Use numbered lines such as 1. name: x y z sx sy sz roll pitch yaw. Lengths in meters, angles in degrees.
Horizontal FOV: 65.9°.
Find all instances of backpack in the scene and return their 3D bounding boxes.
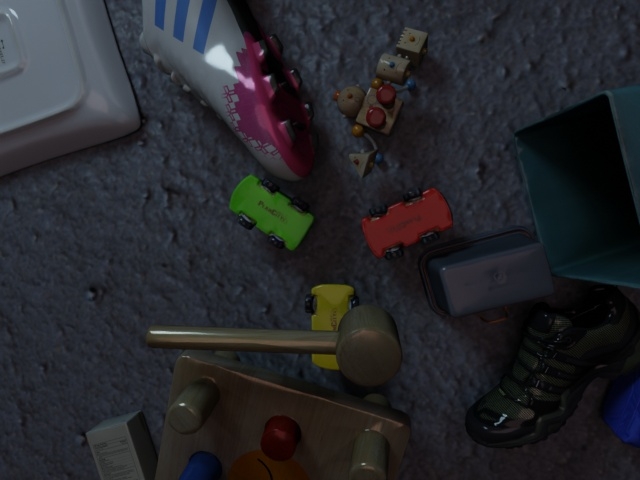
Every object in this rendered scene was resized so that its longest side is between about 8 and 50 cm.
1. backpack: 0.382 0.189 0.518 0.120 0.101 0.097 18 102 2

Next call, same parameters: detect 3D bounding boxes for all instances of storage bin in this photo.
1. storage bin: 0.182 0.044 0.536 0.135 0.091 0.098 -15 92 8

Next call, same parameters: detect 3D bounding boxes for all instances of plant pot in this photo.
1. plant pot: 0.350 -0.070 0.475 0.234 0.166 0.165 -16 92 -4

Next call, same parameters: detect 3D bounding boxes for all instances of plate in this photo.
1. plate: -0.391 -0.231 0.609 0.278 0.045 0.277 -16 92 8

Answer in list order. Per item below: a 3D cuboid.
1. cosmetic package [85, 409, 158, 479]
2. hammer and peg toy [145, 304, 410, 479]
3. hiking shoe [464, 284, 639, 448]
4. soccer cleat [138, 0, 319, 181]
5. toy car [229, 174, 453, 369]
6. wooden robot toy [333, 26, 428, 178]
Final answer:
1. cosmetic package: -0.244 0.282 0.625 0.060 0.041 0.115 -16 91 8
2. hammer and peg toy: -0.049 0.211 0.530 0.266 0.127 0.361 15 106 6
3. hiking shoe: 0.237 0.124 0.531 0.227 0.086 0.114 -35 102 -2
4. soccer cleat: -0.118 -0.201 0.556 0.143 0.116 0.331 -25 87 20
5. toy car: 0.000 0.000 0.573 0.225 0.053 0.239 34 96 4
6. wooden robot toy: 0.052 -0.161 0.551 0.079 0.076 0.173 25 96 16
